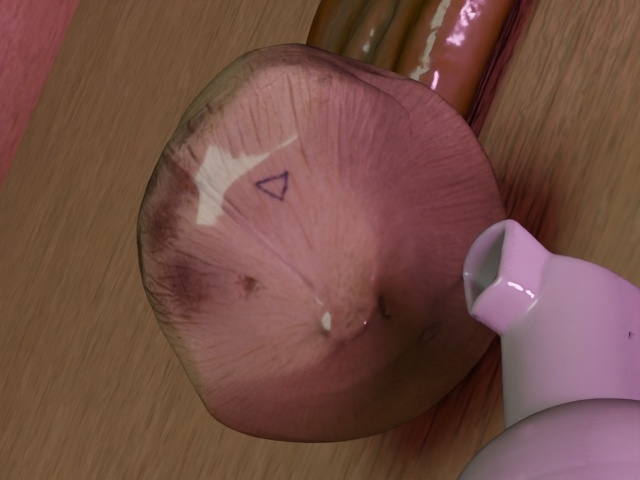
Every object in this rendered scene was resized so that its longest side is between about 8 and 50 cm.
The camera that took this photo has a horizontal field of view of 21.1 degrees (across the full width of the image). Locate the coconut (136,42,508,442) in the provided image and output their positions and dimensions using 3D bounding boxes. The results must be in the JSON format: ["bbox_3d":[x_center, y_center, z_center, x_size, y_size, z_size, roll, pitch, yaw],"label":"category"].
[{"bbox_3d":[0.000,0.000,0.915,0.224,0.224,0.224,-50,26,36],"label":"coconut"}]

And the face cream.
[{"bbox_3d":[0.104,0.146,0.583,0.145,0.145,0.369,-47,27,40],"label":"face cream"}]

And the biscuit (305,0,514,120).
[{"bbox_3d":[0.065,-0.168,1.123,0.290,0.062,0.237,-68,22,-5],"label":"biscuit"}]
